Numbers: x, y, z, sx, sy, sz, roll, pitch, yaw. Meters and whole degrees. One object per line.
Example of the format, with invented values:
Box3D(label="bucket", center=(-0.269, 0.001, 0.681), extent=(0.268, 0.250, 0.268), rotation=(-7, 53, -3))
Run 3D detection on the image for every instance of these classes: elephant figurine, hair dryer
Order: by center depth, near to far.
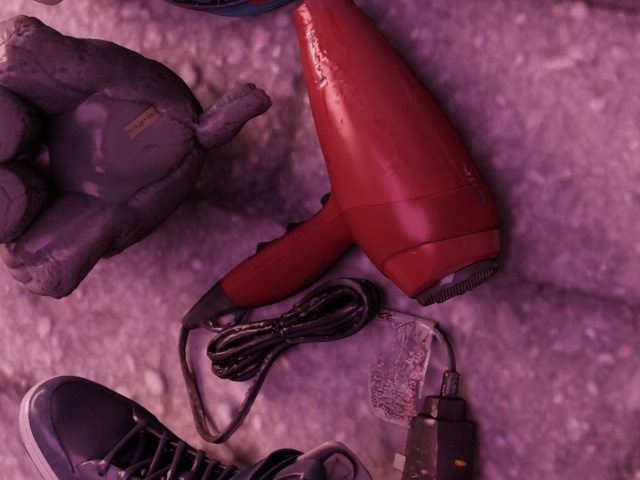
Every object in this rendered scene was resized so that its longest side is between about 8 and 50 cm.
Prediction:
Box3D(label="hair dryer", center=(0.000, 0.000, 0.936), extent=(0.224, 0.080, 0.293), rotation=(13, 100, 29))
Box3D(label="elephant figurine", center=(-0.174, -0.058, 1.000), extent=(0.186, 0.239, 0.169), rotation=(31, 83, -15))

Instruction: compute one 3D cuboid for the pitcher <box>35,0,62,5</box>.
Box3D(label="pitcher", center=(-0.137, -0.242, 0.967), extent=(0.178, 0.125, 0.207), rotation=(34, 101, 31))

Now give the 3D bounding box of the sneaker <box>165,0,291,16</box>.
Box3D(label="sneaker", center=(-0.003, -0.195, 0.893), extent=(0.262, 0.125, 0.104), rotation=(-28, 85, 29))

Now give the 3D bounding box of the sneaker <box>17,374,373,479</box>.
Box3D(label="sneaker", center=(-0.066, 0.137, 0.937), extent=(0.226, 0.086, 0.163), rotation=(42, 142, -2))
